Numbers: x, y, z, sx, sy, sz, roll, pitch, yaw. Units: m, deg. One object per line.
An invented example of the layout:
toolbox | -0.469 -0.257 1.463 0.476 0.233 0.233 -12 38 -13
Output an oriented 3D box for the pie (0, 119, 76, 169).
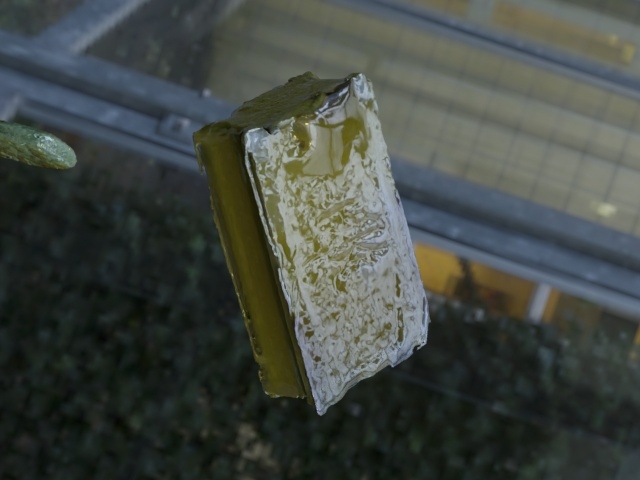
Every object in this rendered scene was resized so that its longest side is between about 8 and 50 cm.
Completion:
pie | -0.209 -0.067 1.114 0.085 0.085 0.017 88 19 -79

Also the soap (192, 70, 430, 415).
soap | -0.001 0.000 1.216 0.135 0.076 0.233 -31 119 -35
